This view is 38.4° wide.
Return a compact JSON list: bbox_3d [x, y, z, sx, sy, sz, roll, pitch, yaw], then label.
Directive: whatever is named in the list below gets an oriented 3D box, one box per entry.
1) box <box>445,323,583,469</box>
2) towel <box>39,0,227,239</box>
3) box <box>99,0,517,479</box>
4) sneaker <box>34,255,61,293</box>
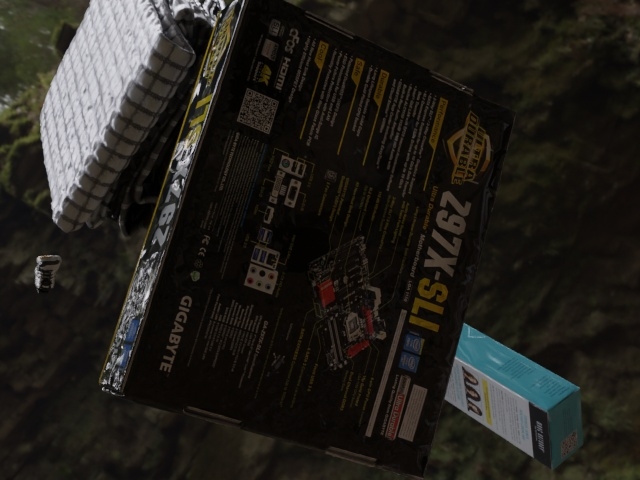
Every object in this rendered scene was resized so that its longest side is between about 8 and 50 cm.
[{"bbox_3d":[0.224,0.187,1.191,0.060,0.244,0.100,-30,-54,-26],"label":"box"},{"bbox_3d":[-0.181,-0.156,0.945,0.121,0.284,0.235,20,-65,-33],"label":"towel"},{"bbox_3d":[0.000,0.000,0.728,0.257,0.079,0.322,20,-102,-24],"label":"box"},{"bbox_3d":[-0.348,0.044,1.172,0.083,0.032,0.037,131,137,-62],"label":"sneaker"}]
